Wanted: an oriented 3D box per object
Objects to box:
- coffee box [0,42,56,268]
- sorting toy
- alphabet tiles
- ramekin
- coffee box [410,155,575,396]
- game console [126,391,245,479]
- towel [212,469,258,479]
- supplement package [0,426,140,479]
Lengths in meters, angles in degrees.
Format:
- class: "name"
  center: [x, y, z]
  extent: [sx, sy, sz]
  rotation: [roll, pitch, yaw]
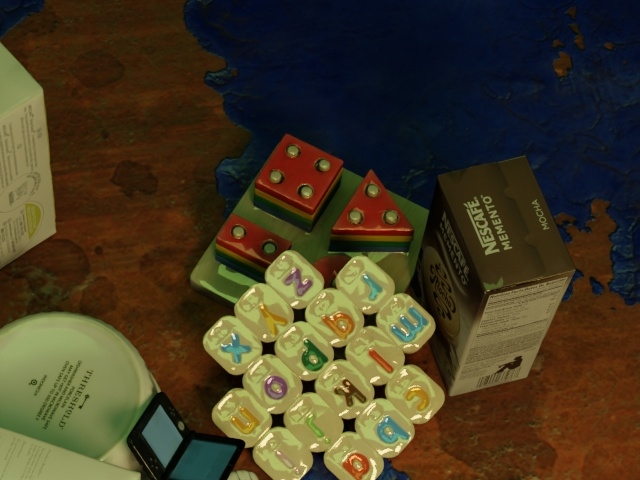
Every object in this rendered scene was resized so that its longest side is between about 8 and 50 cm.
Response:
- class: "coffee box"
  center: [-0.561, -0.119, 2.034]
  extent: [0.334, 0.338, 0.337]
  rotation: [-36, 69, -22]
- class: "sorting toy"
  center: [0.000, 0.000, 2.153]
  extent: [0.255, 0.089, 0.257]
  rotation: [27, 62, 10]
- class: "alphabet tiles"
  center: [0.004, 0.162, 2.038]
  extent: [0.278, 0.021, 0.284]
  rotation: [43, 83, 3]
- class: "ramekin"
  center: [-0.321, 0.210, 1.988]
  extent: [0.273, 0.127, 0.273]
  rotation: [2, 60, -3]
- class: "coffee box"
  center: [0.205, 0.049, 2.022]
  extent: [0.119, 0.297, 0.168]
  rotation: [-13, 62, -12]
- class: "game console"
  center: [-0.157, 0.236, 1.914]
  extent: [0.107, 0.071, 0.122]
  rotation: [59, 23, -13]
- class: "towel"
  center: [-0.179, 0.413, 1.893]
  extent: [0.284, 0.121, 0.235]
  rotation: [-12, 64, -13]
- class: "supplement package"
  center: [-0.300, 0.293, 1.813]
  extent: [0.179, 0.105, 0.105]
  rotation: [19, 61, 3]
